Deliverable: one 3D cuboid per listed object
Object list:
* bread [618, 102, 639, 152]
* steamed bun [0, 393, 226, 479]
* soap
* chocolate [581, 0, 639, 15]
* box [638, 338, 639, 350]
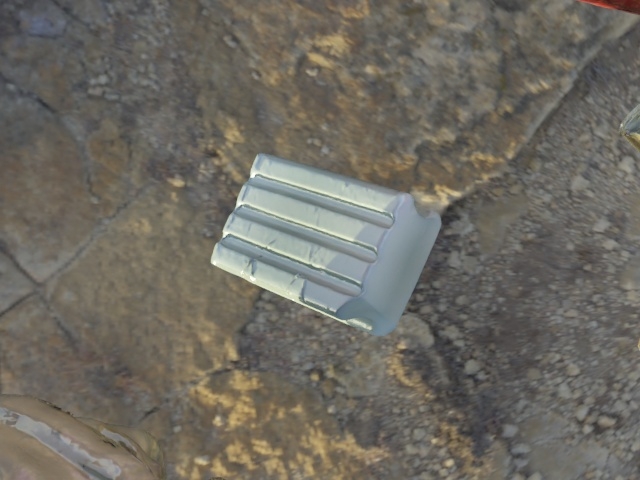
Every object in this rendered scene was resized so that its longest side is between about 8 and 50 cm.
[{"bbox_3d":[0.447,-0.093,1.121,0.110,0.210,0.192,-55,38,7],"label":"bread"},{"bbox_3d":[-0.191,0.262,0.840,0.352,0.247,0.339,28,140,-2],"label":"steamed bun"},{"bbox_3d":[0.000,0.000,0.937,0.198,0.066,0.119,20,85,46],"label":"soap"},{"bbox_3d":[0.058,-0.221,0.554,0.235,0.237,0.108,51,127,41],"label":"chocolate"},{"bbox_3d":[0.244,-0.030,0.203,0.325,0.047,0.180,8,110,-8],"label":"box"}]
